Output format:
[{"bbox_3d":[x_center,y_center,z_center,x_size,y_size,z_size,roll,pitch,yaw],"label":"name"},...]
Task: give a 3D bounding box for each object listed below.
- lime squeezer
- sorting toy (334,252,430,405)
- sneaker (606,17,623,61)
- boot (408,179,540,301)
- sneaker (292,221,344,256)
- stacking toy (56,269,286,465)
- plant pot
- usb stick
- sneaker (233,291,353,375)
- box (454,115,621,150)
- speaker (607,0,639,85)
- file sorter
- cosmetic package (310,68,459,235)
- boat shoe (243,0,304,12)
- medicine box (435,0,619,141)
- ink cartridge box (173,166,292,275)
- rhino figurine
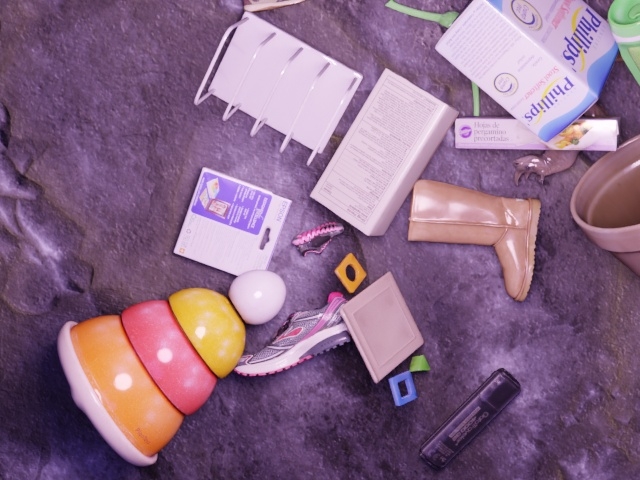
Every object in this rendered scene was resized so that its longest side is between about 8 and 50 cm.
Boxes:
[{"bbox_3d":[0.272,-0.400,1.853,0.110,0.059,0.310,-38,98,9],"label":"lime squeezer"},{"bbox_3d":[0.126,0.185,1.932,0.047,0.196,0.347,-17,103,46],"label":"sorting toy"},{"bbox_3d":[0.643,-0.507,1.799,0.099,0.153,0.282,16,132,-2],"label":"sneaker"},{"bbox_3d":[0.320,0.000,1.919,0.270,0.089,0.236,6,89,1],"label":"boot"},{"bbox_3d":[0.000,0.000,1.959,0.119,0.047,0.057,-19,106,14],"label":"sneaker"},{"bbox_3d":[-0.279,0.221,1.911,0.480,0.350,0.350,-31,98,-5],"label":"stacking toy"},{"bbox_3d":[0.715,-0.032,1.795,0.323,0.323,0.280,-36,113,10],"label":"plant pot"},{"bbox_3d":[0.336,0.402,2.016,0.077,0.045,0.278,40,101,-12],"label":"usb stick"},{"bbox_3d":[-0.059,0.216,1.975,0.299,0.121,0.112,-25,84,1],"label":"sneaker"},{"bbox_3d":[0.437,-0.219,1.813,0.324,0.067,0.063,4,104,24],"label":"box"},{"bbox_3d":[0.670,-0.359,1.740,0.131,0.131,0.296,-42,128,10],"label":"speaker"},{"bbox_3d":[-0.087,-0.302,1.818,0.278,0.173,0.192,28,114,-3],"label":"file sorter"},{"bbox_3d":[0.133,-0.179,1.856,0.160,0.113,0.309,36,103,18],"label":"cosmetic package"},{"bbox_3d":[-0.089,-0.507,1.854,0.152,0.056,0.049,-10,106,6],"label":"boat shoe"},{"bbox_3d":[0.409,-0.383,1.727,0.289,0.263,0.149,39,136,-4],"label":"medicine box"},{"bbox_3d":[-0.191,-0.032,1.959,0.208,0.045,0.206,21,103,-3],"label":"ink cartridge box"},{"bbox_3d":[0.497,-0.204,1.871,0.106,0.073,0.243,43,103,-1],"label":"rhino figurine"}]
